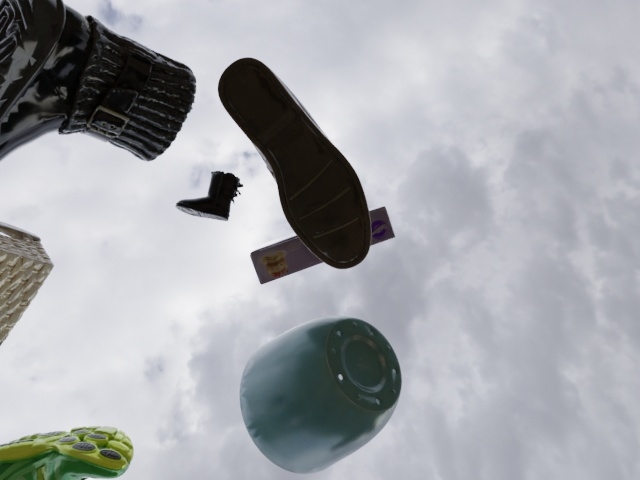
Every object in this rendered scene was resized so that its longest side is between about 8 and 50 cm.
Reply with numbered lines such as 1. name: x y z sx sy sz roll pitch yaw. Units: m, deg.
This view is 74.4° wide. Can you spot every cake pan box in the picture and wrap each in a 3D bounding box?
1. cake pan box: 0.000 0.000 0.846 0.267 0.246 0.070 -20 -84 -5

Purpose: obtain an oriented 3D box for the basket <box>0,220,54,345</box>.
1. basket: -0.479 0.063 0.592 0.103 0.113 0.167 32 -93 31

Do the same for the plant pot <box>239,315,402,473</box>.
1. plant pot: 0.021 0.287 0.857 0.293 0.235 0.292 24 -137 -25

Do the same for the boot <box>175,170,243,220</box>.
1. boot: -0.227 -0.097 0.870 0.121 0.045 0.099 11 -106 4

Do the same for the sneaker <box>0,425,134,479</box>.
1. sneaker: -0.455 0.405 0.745 0.296 0.109 0.123 -11 -96 15

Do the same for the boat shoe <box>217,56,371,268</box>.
1. boat shoe: -0.018 -0.107 0.586 0.111 0.104 0.307 -28 -88 11

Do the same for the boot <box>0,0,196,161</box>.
1. boot: -0.375 -0.174 0.622 0.348 0.260 0.131 -34 -109 19
